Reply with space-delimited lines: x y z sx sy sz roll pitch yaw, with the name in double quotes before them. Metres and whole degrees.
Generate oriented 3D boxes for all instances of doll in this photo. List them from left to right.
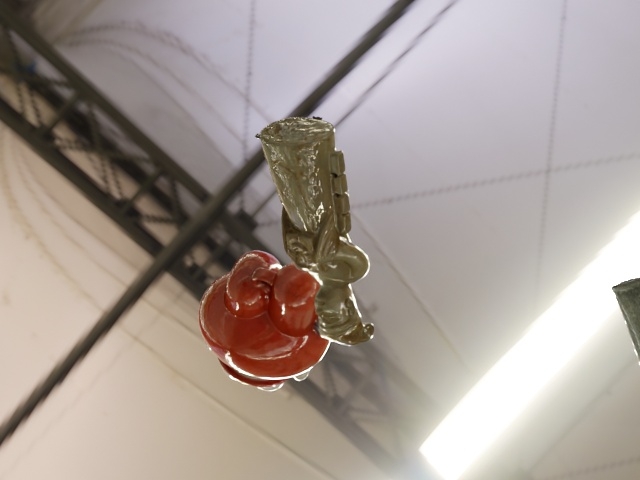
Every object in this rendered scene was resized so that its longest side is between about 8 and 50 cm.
"doll" -0.063 0.096 1.667 0.161 0.290 0.130 22 -119 3

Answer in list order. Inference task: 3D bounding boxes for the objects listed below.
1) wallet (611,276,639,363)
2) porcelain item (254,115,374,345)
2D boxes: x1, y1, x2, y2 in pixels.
"wallet" 0.299 0.078 0.933 0.222 0.036 0.167 -22 -93 51
"porcelain item" 0.000 0.000 1.236 0.054 0.213 0.084 -32 -148 -33
